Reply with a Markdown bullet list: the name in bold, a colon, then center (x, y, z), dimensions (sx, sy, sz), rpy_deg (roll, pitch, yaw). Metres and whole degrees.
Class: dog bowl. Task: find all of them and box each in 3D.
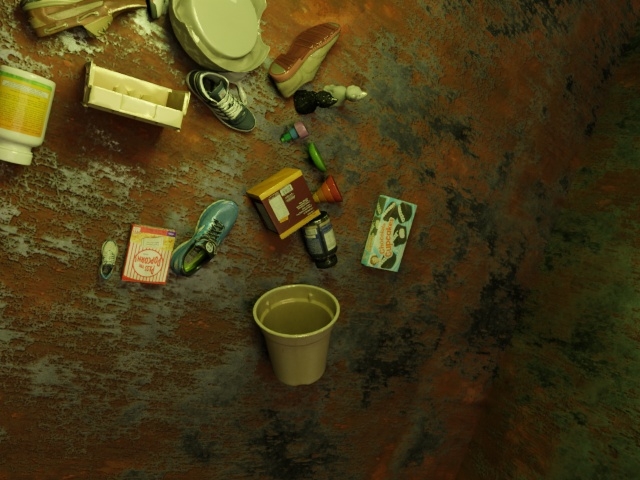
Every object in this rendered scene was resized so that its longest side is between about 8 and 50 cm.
- **dog bowl**: center (-0.316, -0.698, 1.451), dimensions (0.348, 0.102, 0.349), rpy_deg (1, 89, -47)

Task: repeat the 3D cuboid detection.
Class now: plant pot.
- **plant pot**: center (-0.092, 0.393, 1.836), dimensions (0.333, 0.334, 0.306), rpy_deg (-16, 122, -27)

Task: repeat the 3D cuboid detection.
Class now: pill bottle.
- **pill bottle**: center (0.000, 0.000, 1.877), dimensions (0.122, 0.122, 0.219), rpy_deg (-25, 115, -23)
- **pill bottle**: center (-0.838, -0.342, 1.279), dimensions (0.136, 0.136, 0.246), rpy_deg (13, 96, -33)

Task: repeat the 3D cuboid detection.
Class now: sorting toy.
- **sorting toy**: center (-0.042, -0.282, 1.812), dimensions (0.126, 0.127, 0.366), rpy_deg (-26, 115, 10)

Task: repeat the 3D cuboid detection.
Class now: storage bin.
- **storage bin**: center (-0.553, -0.423, 1.358), dimensions (0.262, 0.260, 0.123), rpy_deg (10, 101, -33)

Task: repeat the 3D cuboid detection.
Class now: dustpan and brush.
- **dustpan and brush**: center (-0.291, -0.579, 1.599), dimensions (0.147, 0.060, 0.211), rpy_deg (-36, 112, -33)

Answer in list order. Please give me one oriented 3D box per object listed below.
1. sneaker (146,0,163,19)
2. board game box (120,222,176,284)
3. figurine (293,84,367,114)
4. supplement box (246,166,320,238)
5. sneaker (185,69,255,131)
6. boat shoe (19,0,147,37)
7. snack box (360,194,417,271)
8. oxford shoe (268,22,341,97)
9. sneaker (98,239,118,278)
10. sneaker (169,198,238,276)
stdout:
- **sneaker**: center (-0.462, -0.817, 1.407), dimensions (0.144, 0.090, 0.270), rpy_deg (-6, 103, -27)
- **board game box**: center (-0.591, 0.047, 1.582), dimensions (0.146, 0.045, 0.194), rpy_deg (9, 98, -32)
- **figurine**: center (0.040, -0.529, 1.710), dimensions (0.214, 0.209, 0.092), rpy_deg (-20, 112, -26)
- **supplement box**: center (-0.139, -0.144, 1.752), dimensions (0.191, 0.129, 0.194), rpy_deg (-35, 118, -19)
- **sneaker**: center (-0.315, -0.464, 1.549), dimensions (0.282, 0.153, 0.099), rpy_deg (37, 84, -32)
- **boat shoe**: center (-0.666, -0.650, 1.323), dimensions (0.323, 0.122, 0.120), rpy_deg (-17, 116, -18)
- **snack box**: center (0.312, -0.029, 2.092), dimensions (0.187, 0.060, 0.322), rpy_deg (12, 97, -32)
- **oxford shoe**: center (-0.048, -0.671, 1.700), dimensions (0.348, 0.123, 0.130), rpy_deg (-45, 147, -15)
- **sneaker**: center (-0.696, 0.066, 1.517), dimensions (0.052, 0.058, 0.135), rpy_deg (7, 99, -32)
- **sneaker**: center (-0.393, 0.000, 1.629), dimensions (0.129, 0.147, 0.330), rpy_deg (40, 81, -32)
